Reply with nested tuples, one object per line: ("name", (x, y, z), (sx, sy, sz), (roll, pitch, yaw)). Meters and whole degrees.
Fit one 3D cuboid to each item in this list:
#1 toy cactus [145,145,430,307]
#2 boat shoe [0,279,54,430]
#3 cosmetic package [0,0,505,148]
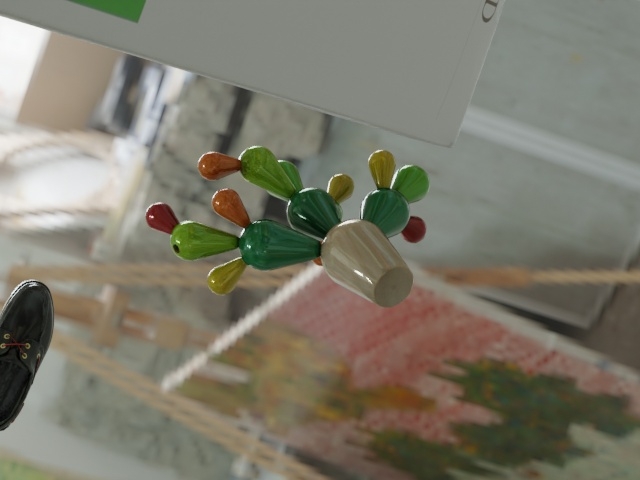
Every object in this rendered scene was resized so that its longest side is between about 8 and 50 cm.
("toy cactus", (0.000, 0.000, 1.308), (0.180, 0.219, 0.112), (42, 127, 48))
("boat shoe", (-0.257, 0.098, 1.522), (0.042, 0.049, 0.133), (-177, 107, -80))
("cosmetic package", (-0.057, -0.175, 0.811), (0.155, 0.365, 0.197), (22, 98, 35))
